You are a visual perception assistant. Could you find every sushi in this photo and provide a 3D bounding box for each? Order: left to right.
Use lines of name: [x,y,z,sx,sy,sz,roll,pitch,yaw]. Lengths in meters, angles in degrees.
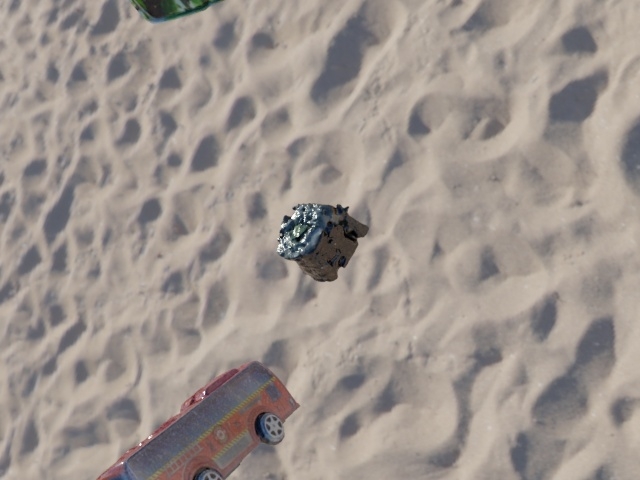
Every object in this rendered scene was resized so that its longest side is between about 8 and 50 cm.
sushi: [-0.001,0.000,1.153,0.098,0.084,0.094,3,64,41]

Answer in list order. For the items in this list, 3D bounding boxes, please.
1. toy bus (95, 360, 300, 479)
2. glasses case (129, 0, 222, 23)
toy bus: [-0.095,0.167,0.688,0.065,0.192,0.077,-35,90,36]
glasses case: [-0.081,-0.252,0.536,0.062,0.095,0.272,-15,41,20]
